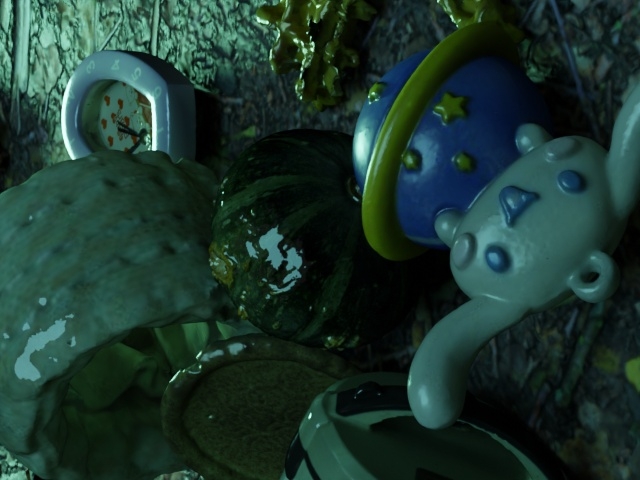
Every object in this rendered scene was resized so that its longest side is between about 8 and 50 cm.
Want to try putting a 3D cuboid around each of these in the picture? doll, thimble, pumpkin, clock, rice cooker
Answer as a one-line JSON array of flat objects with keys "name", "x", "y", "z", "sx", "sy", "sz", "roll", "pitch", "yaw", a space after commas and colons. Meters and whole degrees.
[{"name": "doll", "x": 0.118, "y": -0.012, "z": 1.407, "sx": 0.242, "sy": 0.159, "sz": 0.311, "roll": 25, "pitch": 81, "yaw": 19}, {"name": "thimble", "x": -0.174, "y": 0.067, "z": 1.656, "sx": 0.195, "sy": 0.291, "sz": 0.291, "roll": 57, "pitch": 129, "yaw": 32}, {"name": "pumpkin", "x": 0.000, "y": -0.001, "z": 1.523, "sx": 0.190, "sy": 0.190, "sz": 0.146, "roll": 51, "pitch": 129, "yaw": 34}, {"name": "clock", "x": -0.164, "y": -0.097, "z": 1.791, "sx": 0.172, "sy": 0.064, "sz": 0.198, "roll": -44, "pitch": 60, "yaw": 40}, {"name": "rice cooker", "x": 0.068, "y": 0.224, "z": 1.435, "sx": 0.226, "sy": 0.226, "sz": 0.244, "roll": 42, "pitch": 117, "yaw": 39}]

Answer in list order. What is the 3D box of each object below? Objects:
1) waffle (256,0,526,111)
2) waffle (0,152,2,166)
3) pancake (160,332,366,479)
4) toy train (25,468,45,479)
[{"name": "waffle", "x": 0.043, "y": -0.251, "z": 1.555, "sx": 0.293, "sy": 0.069, "sz": 0.260, "roll": -19, "pitch": 79, "yaw": 46}, {"name": "waffle", "x": -0.431, "y": -0.073, "z": 2.096, "sx": 0.234, "sy": 0.055, "sz": 0.221, "roll": 35, "pitch": 116, "yaw": 43}, {"name": "pancake", "x": -0.038, "y": 0.152, "z": 1.591, "sx": 0.199, "sy": 0.199, "sz": 0.021, "roll": -53, "pitch": 17, "yaw": 35}, {"name": "toy train", "x": -0.159, "y": 0.362, "z": 1.786, "sx": 0.086, "sy": 0.089, "sz": 0.409, "roll": -49, "pitch": 56, "yaw": 31}]
